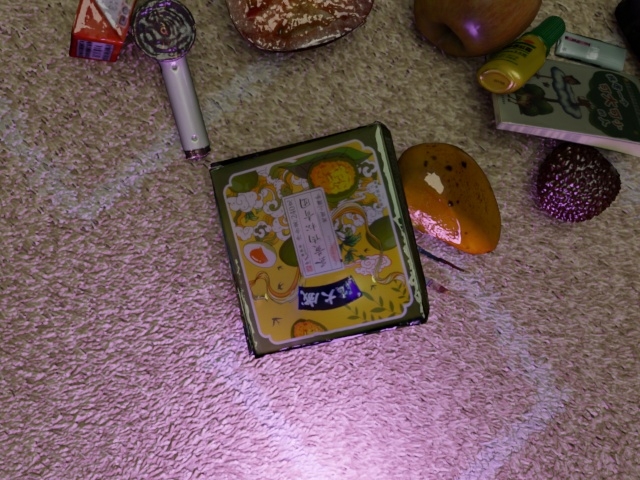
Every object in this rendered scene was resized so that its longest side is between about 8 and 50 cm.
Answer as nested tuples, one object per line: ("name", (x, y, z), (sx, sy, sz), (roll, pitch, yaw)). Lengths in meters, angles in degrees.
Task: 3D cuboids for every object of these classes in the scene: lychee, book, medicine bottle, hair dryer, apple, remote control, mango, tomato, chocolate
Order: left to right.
("chocolate", (-0.428, -0.485, 1.614), (0.108, 0.237, 0.234), (18, 85, -20))
("hair dryer", (-0.295, -0.324, 1.668), (0.128, 0.203, 0.362), (-16, 109, -8))
("tomato", (-0.053, -0.541, 1.716), (0.338, 0.144, 0.338), (1, 84, -6))
("mango", (0.286, -0.094, 1.737), (0.290, 0.160, 0.191), (48, 49, -7))
("apple", (0.330, -0.517, 1.721), (0.264, 0.264, 0.264), (0, 88, -9))
("medicine bottle", (0.457, -0.414, 1.767), (0.309, 0.111, 0.076), (-42, 134, -37))
("book", (0.558, -0.312, 1.783), (0.371, 0.043, 0.260), (8, 51, -8))
("lychee", (0.570, -0.125, 1.782), (0.188, 0.188, 0.188), (0, 88, -9))
("remote control", (0.635, -0.445, 1.873), (0.166, 0.029, 0.065), (14, 87, -8))

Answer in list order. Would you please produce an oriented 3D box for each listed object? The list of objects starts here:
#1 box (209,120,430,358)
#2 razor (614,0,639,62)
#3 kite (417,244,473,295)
("box", (0.000, 0.000, 1.646), (0.373, 0.138, 0.420), (-13, 90, 13))
("razor", (0.790, -0.418, 1.810), (0.114, 0.204, 0.349), (-24, 93, -3))
("kite", (0.162, -0.013, 1.792), (0.360, 0.022, 0.204), (33, 83, -2))
